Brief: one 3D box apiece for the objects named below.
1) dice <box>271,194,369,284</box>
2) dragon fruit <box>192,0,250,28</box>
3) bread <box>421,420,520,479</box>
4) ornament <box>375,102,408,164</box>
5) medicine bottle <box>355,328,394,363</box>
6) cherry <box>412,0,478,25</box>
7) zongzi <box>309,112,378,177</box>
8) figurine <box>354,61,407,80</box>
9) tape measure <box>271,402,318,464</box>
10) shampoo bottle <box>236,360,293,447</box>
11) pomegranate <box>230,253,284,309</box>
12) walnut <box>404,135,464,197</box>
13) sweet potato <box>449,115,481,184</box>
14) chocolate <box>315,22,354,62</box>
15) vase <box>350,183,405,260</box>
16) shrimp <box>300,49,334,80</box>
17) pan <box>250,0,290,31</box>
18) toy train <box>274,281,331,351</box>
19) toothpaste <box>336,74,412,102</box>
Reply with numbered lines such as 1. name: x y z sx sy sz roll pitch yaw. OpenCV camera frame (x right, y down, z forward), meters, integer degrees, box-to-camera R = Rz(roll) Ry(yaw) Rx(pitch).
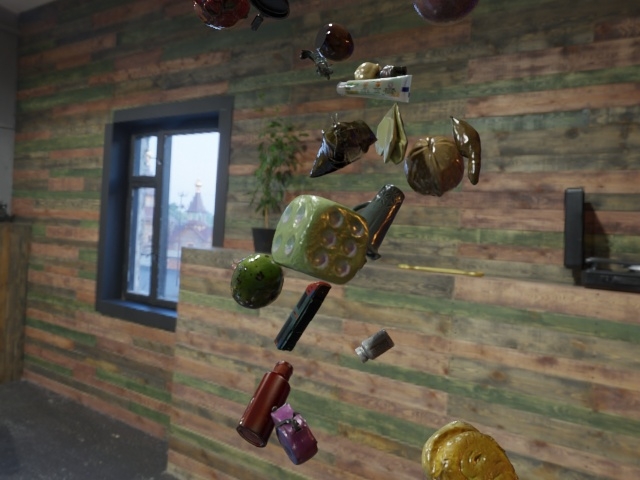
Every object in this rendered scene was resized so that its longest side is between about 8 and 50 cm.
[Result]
1. dice: 0.000 0.000 1.578 0.254 0.252 0.250 21 -4 -29
2. dragon fruit: -0.329 -0.795 1.535 0.192 0.193 0.274 -13 27 -11
3. bread: 0.355 0.558 1.111 0.198 0.236 0.120 -22 -24 -27
4. ornament: 0.223 -0.345 1.477 0.059 0.180 0.201 2 25 -9
5. medicine bottle: 0.207 0.407 1.792 0.140 0.079 0.079 -33 3 -2
6. cherry: 0.407 -0.822 1.477 0.221 0.261 0.307 14 30 40
7. zongzi: 0.014 -0.180 0.983 0.184 0.084 0.187 -35 -4 24
8. figurine: 0.227 -0.616 1.752 0.196 0.114 0.108 1 2 21
9. tape measure: -0.059 0.456 1.098 0.074 0.125 0.118 -27 18 -22
10. shampoo bottle: -0.153 0.476 1.396 0.064 0.102 0.260 -40 12 36
11. pomegranate: -0.260 0.140 1.760 0.248 0.214 0.214 29 16 34
12. walnut: 0.380 -0.240 1.559 0.213 0.213 0.213 3 1 0
13. sweet potato: 0.452 -0.279 1.412 0.075 0.269 0.075 -4 -32 -3
14. chocolate: 0.070 -0.833 1.979 0.177 0.176 0.177 3 1 0
15. vase: 0.215 -0.089 1.902 0.251 0.301 0.156 24 -19 36
16. shrimp: -0.001 -0.691 1.805 0.076 0.174 0.082 -34 -22 -22
17. pan: -0.176 -0.723 1.467 0.136 0.028 0.235 24 -13 -23
18. toy train: -0.087 0.345 2.194 0.086 0.409 0.089 15 24 -38
19. toothpaste: 0.168 -0.492 1.509 0.314 0.056 0.058 21 -26 47
